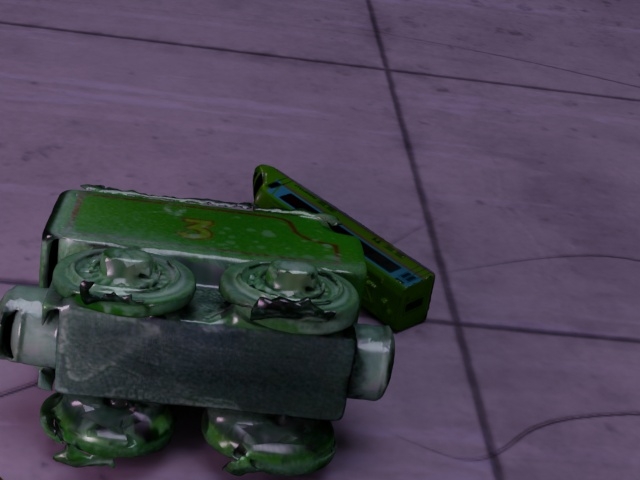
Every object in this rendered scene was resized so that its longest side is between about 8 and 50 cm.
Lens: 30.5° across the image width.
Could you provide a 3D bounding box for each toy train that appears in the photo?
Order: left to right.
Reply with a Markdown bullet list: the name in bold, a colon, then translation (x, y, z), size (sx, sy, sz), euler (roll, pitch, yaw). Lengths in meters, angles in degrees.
- **toy train**: translation (-0.077, 0.051, 0.756), size (0.243, 0.132, 0.188), euler (7, 22, -5)
- **toy train**: translation (0.000, 0.000, 0.940), size (0.042, 0.044, 0.209), euler (-20, 42, -39)

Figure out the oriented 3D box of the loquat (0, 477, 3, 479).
- **loquat**: translation (-0.189, 0.177, 0.414), size (0.193, 0.238, 0.238), euler (22, 25, -23)
